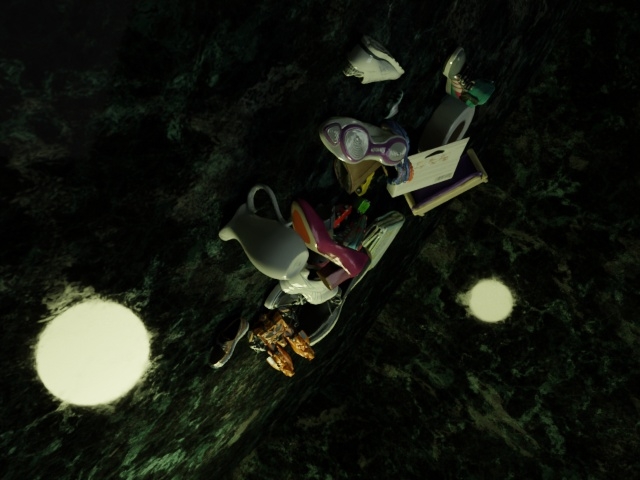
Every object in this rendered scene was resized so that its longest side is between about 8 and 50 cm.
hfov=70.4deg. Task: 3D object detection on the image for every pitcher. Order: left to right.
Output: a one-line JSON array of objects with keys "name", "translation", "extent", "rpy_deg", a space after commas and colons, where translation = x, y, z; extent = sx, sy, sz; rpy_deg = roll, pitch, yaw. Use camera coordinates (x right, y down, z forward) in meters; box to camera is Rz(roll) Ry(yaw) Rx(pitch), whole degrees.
[{"name": "pitcher", "translation": [-0.120, -0.020, 1.083], "extent": [0.178, 0.207, 0.125], "rpy_deg": [-61, 159, 18]}]

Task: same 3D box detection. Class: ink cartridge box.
[{"name": "ink cartridge box", "translation": [0.432, -0.314, 1.855], "extent": [0.296, 0.066, 0.261], "rpy_deg": [-19, 152, -13]}]

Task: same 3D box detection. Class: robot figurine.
[{"name": "robot figurine", "translation": [-0.145, 0.375, 1.703], "extent": [0.211, 0.085, 0.291], "rpy_deg": [-39, 126, -10]}]

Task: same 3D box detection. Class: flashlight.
[{"name": "flashlight", "translation": [0.000, 0.000, 1.563], "extent": [0.304, 0.103, 0.103], "rpy_deg": [85, 8, -57]}]

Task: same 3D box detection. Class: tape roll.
[{"name": "tape roll", "translation": [0.544, -0.478, 1.962], "extent": [0.286, 0.100, 0.286], "rpy_deg": [-44, 159, -22]}]

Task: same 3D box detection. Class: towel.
[{"name": "towel", "translation": [0.253, 0.017, 2.159], "extent": [0.321, 0.090, 0.374], "rpy_deg": [-57, 163, 22]}]

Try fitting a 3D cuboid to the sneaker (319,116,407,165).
[{"name": "sneaker", "translation": [0.102, -0.281, 1.284], "extent": [0.305, 0.152, 0.114], "rpy_deg": [6, 111, -40]}]

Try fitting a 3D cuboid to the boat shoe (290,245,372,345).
[{"name": "boat shoe", "translation": [0.030, 0.209, 1.867], "extent": [0.500, 0.186, 0.156], "rpy_deg": [-52, 152, -9]}]

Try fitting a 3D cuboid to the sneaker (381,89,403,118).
[{"name": "sneaker", "translation": [0.235, -0.432, 1.442], "extent": [0.098, 0.038, 0.069], "rpy_deg": [-52, 164, 27]}]

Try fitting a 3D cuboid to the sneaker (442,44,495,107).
[{"name": "sneaker", "translation": [0.551, -0.587, 1.673], "extent": [0.124, 0.178, 0.295], "rpy_deg": [-55, 160, 5]}]

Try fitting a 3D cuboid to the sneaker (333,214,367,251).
[{"name": "sneaker", "translation": [0.105, -0.046, 1.711], "extent": [0.262, 0.125, 0.104], "rpy_deg": [-73, -179, -67]}]

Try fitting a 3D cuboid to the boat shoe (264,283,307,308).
[{"name": "boat shoe", "translation": [-0.081, 0.188, 1.678], "extent": [0.301, 0.102, 0.108], "rpy_deg": [-25, 146, -54]}]

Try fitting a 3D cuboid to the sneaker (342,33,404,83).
[{"name": "sneaker", "translation": [0.135, -0.443, 1.149], "extent": [0.095, 0.090, 0.235], "rpy_deg": [-48, 161, 26]}]

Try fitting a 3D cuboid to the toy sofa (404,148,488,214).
[{"name": "toy sofa", "translation": [0.560, -0.260, 2.066], "extent": [0.362, 0.150, 0.177], "rpy_deg": [-30, 165, 24]}]

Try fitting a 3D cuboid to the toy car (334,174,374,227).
[{"name": "toy car", "translation": [0.126, -0.143, 1.658], "extent": [0.239, 0.053, 0.225], "rpy_deg": [-54, 161, 5]}]

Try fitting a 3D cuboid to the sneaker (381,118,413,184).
[{"name": "sneaker", "translation": [0.230, -0.271, 1.422], "extent": [0.087, 0.083, 0.221], "rpy_deg": [-31, 115, -25]}]

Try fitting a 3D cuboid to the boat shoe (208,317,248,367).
[{"name": "boat shoe", "translation": [-0.308, 0.324, 1.469], "extent": [0.183, 0.066, 0.066], "rpy_deg": [-57, 158, -18]}]

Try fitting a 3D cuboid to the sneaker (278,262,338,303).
[{"name": "sneaker", "translation": [-0.017, 0.148, 1.584], "extent": [0.129, 0.111, 0.297], "rpy_deg": [-23, 155, 29]}]

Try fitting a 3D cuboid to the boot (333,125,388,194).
[{"name": "boot", "translation": [0.167, -0.234, 1.485], "extent": [0.269, 0.089, 0.236], "rpy_deg": [-43, 127, -30]}]

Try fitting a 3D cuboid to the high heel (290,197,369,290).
[{"name": "high heel", "translation": [0.034, -0.018, 1.426], "extent": [0.181, 0.127, 0.377], "rpy_deg": [-38, 135, -17]}]
